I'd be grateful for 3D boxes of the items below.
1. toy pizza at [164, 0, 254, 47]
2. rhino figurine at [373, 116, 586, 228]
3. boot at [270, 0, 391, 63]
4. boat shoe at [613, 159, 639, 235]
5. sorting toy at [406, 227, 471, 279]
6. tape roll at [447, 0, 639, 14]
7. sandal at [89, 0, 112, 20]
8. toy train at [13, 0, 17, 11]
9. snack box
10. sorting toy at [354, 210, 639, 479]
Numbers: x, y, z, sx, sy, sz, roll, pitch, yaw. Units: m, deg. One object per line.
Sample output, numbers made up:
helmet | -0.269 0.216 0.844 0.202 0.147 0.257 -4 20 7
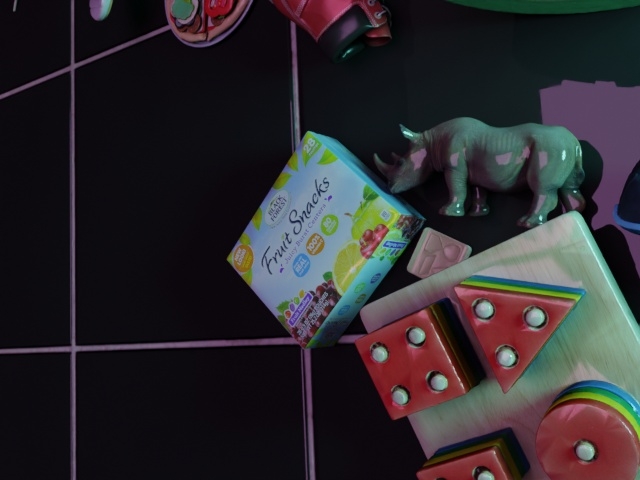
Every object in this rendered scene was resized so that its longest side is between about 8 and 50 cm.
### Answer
toy pizza | -0.170 -0.390 1.074 0.201 0.032 0.201 -4 84 36
rhino figurine | 0.163 -0.078 0.773 0.243 0.073 0.106 12 99 34
boot | 0.063 -0.341 0.877 0.244 0.088 0.176 -47 75 16
boat shoe | 0.377 -0.027 0.594 0.258 0.109 0.088 15 92 34
sorting toy | 0.131 0.034 0.826 0.062 0.012 0.083 27 99 30
tape roll | 0.206 -0.282 0.607 0.321 0.321 0.077 3 88 37
sandal | -0.319 -0.467 1.165 0.102 0.076 0.265 -14 70 53
toy train | -0.586 -0.560 1.328 0.105 0.143 0.247 35 106 34
snack box | 0.000 0.000 0.890 0.174 0.070 0.207 46 111 30
sorting toy | 0.179 0.142 0.697 0.256 0.089 0.257 -29 83 31
